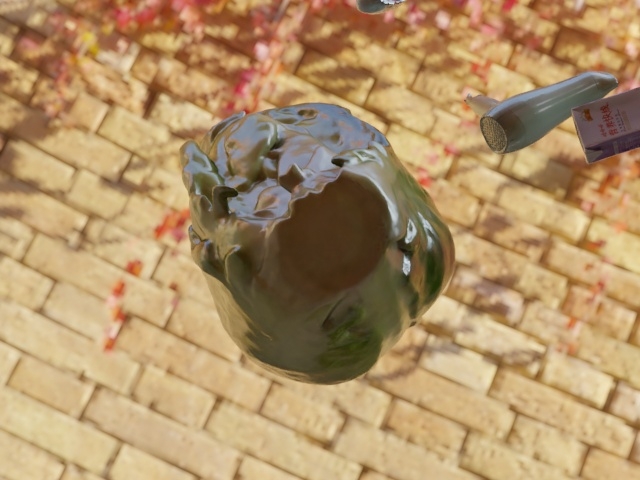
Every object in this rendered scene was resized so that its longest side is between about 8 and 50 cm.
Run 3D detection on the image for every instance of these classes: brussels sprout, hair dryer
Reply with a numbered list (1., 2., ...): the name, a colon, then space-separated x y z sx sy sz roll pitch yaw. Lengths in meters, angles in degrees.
1. brussels sprout: 0.000 0.000 1.611 0.371 0.275 0.315 -115 -178 -75
2. hair dryer: 0.291 -0.205 2.135 0.237 0.206 0.075 22 -45 62

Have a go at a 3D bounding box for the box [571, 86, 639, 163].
1. box: 0.299 -0.115 1.367 0.117 0.051 0.036 -19 -31 7

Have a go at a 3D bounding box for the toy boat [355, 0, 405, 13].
1. toy boat: 0.078 -0.428 2.235 0.085 0.227 0.155 -20 -73 32
